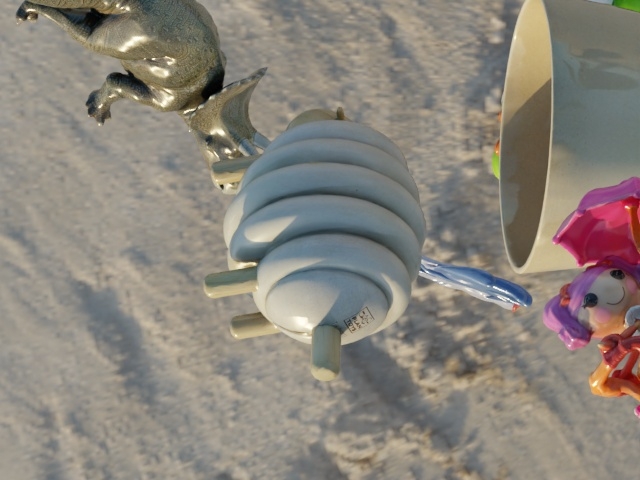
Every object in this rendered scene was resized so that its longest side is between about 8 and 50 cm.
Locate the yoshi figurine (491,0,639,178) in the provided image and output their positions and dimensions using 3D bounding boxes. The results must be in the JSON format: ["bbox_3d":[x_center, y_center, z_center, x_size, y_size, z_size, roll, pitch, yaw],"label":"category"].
[{"bbox_3d":[0.340,-0.227,1.806,0.203,0.203,0.362,21,106,-9],"label":"yoshi figurine"}]

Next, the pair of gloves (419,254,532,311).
[{"bbox_3d":[0.165,0.043,1.638,0.159,0.198,0.023,21,84,5],"label":"pair of gloves"}]

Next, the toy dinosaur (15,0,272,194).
[{"bbox_3d":[-0.143,-0.171,1.174,0.160,0.313,0.121,-1,54,26],"label":"toy dinosaur"}]

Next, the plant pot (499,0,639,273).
[{"bbox_3d":[0.320,-0.094,1.300,0.274,0.256,0.256,2,97,-2],"label":"plant pot"}]

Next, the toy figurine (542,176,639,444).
[{"bbox_3d":[0.176,0.040,0.714,0.173,0.130,0.159,-43,52,-9],"label":"toy figurine"}]

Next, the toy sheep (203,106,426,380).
[{"bbox_3d":[0.000,0.000,0.581,0.091,0.091,0.132,-23,52,31],"label":"toy sheep"}]
